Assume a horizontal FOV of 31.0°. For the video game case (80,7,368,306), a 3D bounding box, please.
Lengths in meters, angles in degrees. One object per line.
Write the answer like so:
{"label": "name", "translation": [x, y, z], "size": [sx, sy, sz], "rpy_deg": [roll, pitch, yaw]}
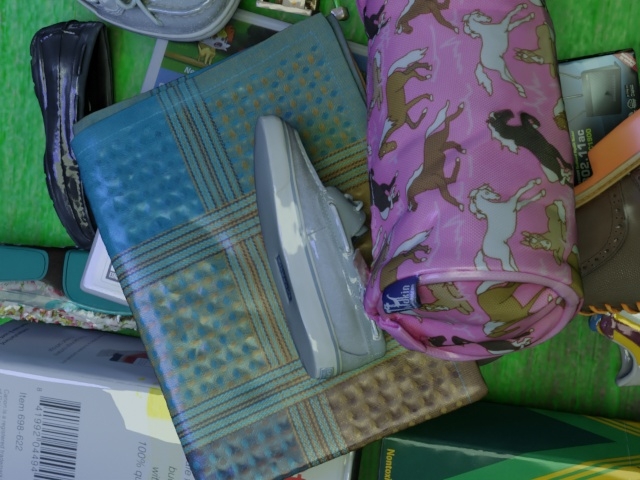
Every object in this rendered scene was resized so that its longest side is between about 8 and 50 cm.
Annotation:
{"label": "video game case", "translation": [-0.028, -0.046, 1.081], "size": [0.329, 0.036, 0.299], "rpy_deg": [17, 90, 7]}

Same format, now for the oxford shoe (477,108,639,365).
{"label": "oxford shoe", "translation": [0.232, 0.023, 0.978], "size": [0.363, 0.130, 0.132], "rpy_deg": [-49, 63, 39]}

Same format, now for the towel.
{"label": "towel", "translation": [-0.043, 0.014, 1.017], "size": [0.271, 0.040, 0.370], "rpy_deg": [-23, 79, 2]}

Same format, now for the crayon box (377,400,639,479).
{"label": "crayon box", "translation": [0.203, 0.341, 1.081], "size": [0.313, 0.106, 0.362], "rpy_deg": [7, 110, 9]}

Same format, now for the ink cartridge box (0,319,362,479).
{"label": "ink cartridge box", "translation": [-0.159, 0.251, 1.121], "size": [0.385, 0.160, 0.279], "rpy_deg": [9, 101, 9]}

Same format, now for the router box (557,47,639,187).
{"label": "router box", "translation": [0.247, -0.108, 1.051], "size": [0.092, 0.038, 0.122], "rpy_deg": [-9, 98, 12]}

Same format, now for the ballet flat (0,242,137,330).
{"label": "ballet flat", "translation": [-0.264, 0.049, 1.145], "size": [0.241, 0.091, 0.077], "rpy_deg": [11, 145, -9]}

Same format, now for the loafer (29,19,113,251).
{"label": "loafer", "translation": [-0.224, -0.101, 1.114], "size": [0.078, 0.076, 0.223], "rpy_deg": [-6, 95, 19]}

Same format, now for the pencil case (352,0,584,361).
{"label": "pencil case", "translation": [0.109, -0.104, 0.933], "size": [0.167, 0.160, 0.386], "rpy_deg": [6, 64, -12]}

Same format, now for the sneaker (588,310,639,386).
{"label": "sneaker", "translation": [0.280, 0.047, 1.057], "size": [0.084, 0.069, 0.185], "rpy_deg": [-20, 95, 7]}

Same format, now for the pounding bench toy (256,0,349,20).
{"label": "pounding bench toy", "translation": [-0.010, -0.241, 1.065], "size": [0.083, 0.052, 0.065], "rpy_deg": [12, 101, 7]}

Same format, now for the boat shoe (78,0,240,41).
{"label": "boat shoe", "translation": [-0.220, -0.285, 1.052], "size": [0.320, 0.103, 0.118], "rpy_deg": [34, 95, 9]}

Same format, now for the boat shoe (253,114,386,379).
{"label": "boat shoe", "translation": [0.000, 0.000, 0.964], "size": [0.081, 0.079, 0.227], "rpy_deg": [-11, 78, -16]}
